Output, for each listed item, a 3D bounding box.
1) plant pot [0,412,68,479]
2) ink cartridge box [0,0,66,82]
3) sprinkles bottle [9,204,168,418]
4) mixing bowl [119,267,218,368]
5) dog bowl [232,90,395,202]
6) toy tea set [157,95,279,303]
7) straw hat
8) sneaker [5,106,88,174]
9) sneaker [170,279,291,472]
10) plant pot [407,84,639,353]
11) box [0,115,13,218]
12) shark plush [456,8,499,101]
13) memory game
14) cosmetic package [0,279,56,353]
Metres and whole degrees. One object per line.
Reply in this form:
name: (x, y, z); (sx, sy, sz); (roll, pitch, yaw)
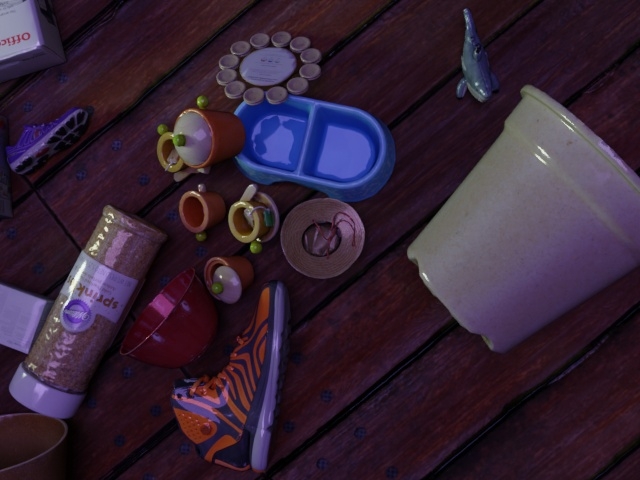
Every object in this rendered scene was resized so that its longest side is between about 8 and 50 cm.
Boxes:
plant pot: (-0.523, 0.447, 1.215); (0.237, 0.237, 0.254); (-2, 101, 6)
ink cartridge box: (-0.579, -0.416, 1.331); (0.172, 0.100, 0.237); (-16, 83, 5)
sprinkles bottle: (-0.391, 0.119, 1.260); (0.121, 0.121, 0.355); (27, 88, 7)
mixing bowl: (-0.234, 0.144, 1.230); (0.098, 0.181, 0.181); (42, 91, -17)
dog bowl: (-0.019, -0.166, 1.265); (0.297, 0.074, 0.166); (13, 87, 6)
toy tea set: (-0.187, -0.061, 1.215); (0.200, 0.124, 0.336); (-27, 84, 39)
straw hat: (0.000, 0.000, 1.256); (0.144, 0.061, 0.144); (2, 81, -10)
sneaker: (-0.494, -0.190, 1.323); (0.170, 0.068, 0.071); (-34, 77, 3)
sneaker: (-0.151, 0.216, 1.224); (0.180, 0.124, 0.321); (9, 87, 6)
plant pot: (0.311, -0.006, 1.115); (0.305, 0.334, 0.334); (-44, 82, 12)
box: (-0.590, -0.137, 1.288); (0.038, 0.145, 0.186); (-4, 86, 5)
shark plush: (0.269, -0.310, 1.247); (0.073, 0.067, 0.161); (3, 86, 7)
memory game: (-0.087, -0.296, 1.270); (0.186, 0.012, 0.186); (-4, 53, 5)
cosmetic package: (-0.593, 0.115, 1.311); (0.239, 0.060, 0.099); (19, 86, 8)
